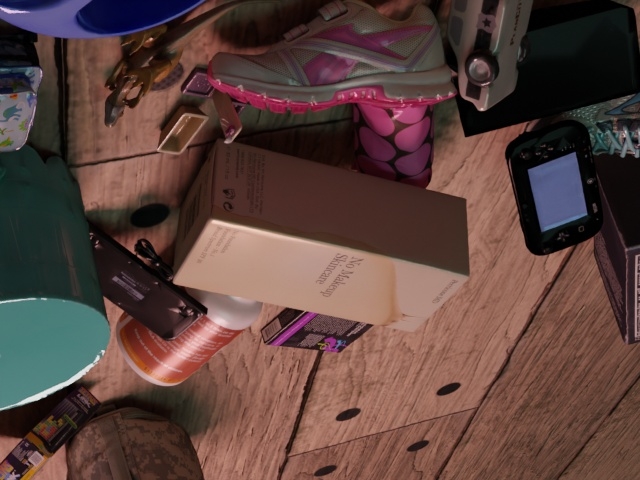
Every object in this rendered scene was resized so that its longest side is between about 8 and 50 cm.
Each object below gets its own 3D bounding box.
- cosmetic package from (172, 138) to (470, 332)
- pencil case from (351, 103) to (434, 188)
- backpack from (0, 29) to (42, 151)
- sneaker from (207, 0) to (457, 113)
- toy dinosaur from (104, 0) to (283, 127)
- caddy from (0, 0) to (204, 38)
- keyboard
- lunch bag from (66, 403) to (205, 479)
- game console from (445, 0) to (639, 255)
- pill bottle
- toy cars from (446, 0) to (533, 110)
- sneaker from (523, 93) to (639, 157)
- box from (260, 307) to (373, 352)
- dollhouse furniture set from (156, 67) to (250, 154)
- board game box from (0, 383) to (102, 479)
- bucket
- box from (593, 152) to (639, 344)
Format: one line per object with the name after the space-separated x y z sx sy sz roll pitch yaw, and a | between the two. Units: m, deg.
0.000 0.000 1.415 0.309 0.113 0.160 13 146 -16 | cosmetic package
0.079 -0.127 1.393 0.095 0.098 0.209 -55 160 -25 | pencil case
-0.316 -0.134 1.113 0.114 0.084 0.105 -2 143 -26 | backpack
0.010 -0.189 1.235 0.252 0.111 0.103 -3 -179 -11 | sneaker
-0.148 -0.189 1.178 0.211 0.064 0.112 -34 -175 18 | toy dinosaur
-0.132 -0.290 0.882 0.241 0.179 0.341 9 138 -44 | caddy
-0.215 0.042 1.443 0.180 0.023 0.108 38 128 -18 | keyboard
-0.267 0.424 1.849 0.212 0.305 0.256 -20 152 -5 | lunch bag
0.283 -0.122 1.455 0.213 0.044 0.361 -14 134 8 | game console
-0.151 0.082 1.544 0.121 0.121 0.216 13 136 -46 | pill bottle
0.142 -0.281 1.161 0.176 0.087 0.394 -61 155 -16 | toy cars
0.390 -0.154 1.517 0.283 0.122 0.110 -23 151 2 | sneaker
0.007 0.122 1.813 0.162 0.029 0.116 13 136 -44 | box
-0.111 -0.109 1.294 0.091 0.081 0.114 5 141 -40 | dollhouse furniture set
-0.401 0.295 1.732 0.170 0.048 0.141 -45 -177 34 | board game box
-0.360 0.050 1.286 0.281 0.183 0.281 -16 150 -10 | bucket
0.551 -0.023 1.738 0.296 0.183 0.294 -15 148 5 | box
